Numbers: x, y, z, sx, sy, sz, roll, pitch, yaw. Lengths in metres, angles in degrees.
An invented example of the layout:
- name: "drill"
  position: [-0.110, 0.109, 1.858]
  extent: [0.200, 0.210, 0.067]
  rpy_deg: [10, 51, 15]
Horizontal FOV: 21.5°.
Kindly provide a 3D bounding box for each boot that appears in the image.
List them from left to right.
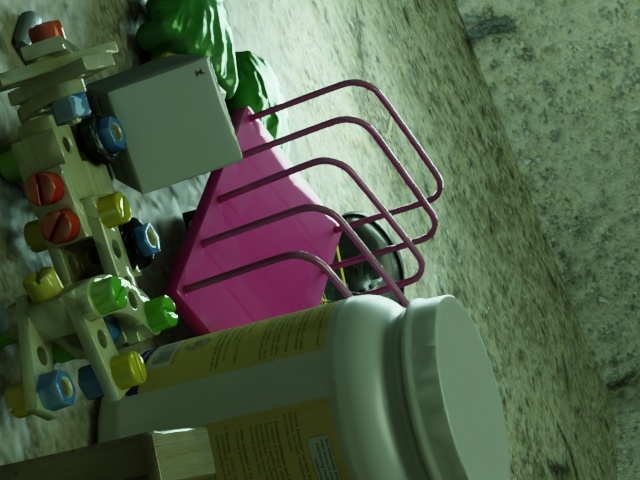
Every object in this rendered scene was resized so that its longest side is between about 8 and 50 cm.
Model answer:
- name: "boot"
  position: [0.053, 0.103, 2.223]
  extent: [0.229, 0.091, 0.263]
  rpy_deg: [-37, 113, -71]

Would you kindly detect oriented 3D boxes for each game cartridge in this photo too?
- name: "game cartridge"
  position: [-0.265, -0.177, 1.617]
  extent: [0.056, 0.017, 0.083]
  rpy_deg: [-91, 158, -47]

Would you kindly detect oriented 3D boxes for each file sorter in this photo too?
- name: "file sorter"
  position: [0.000, 0.000, 1.766]
  extent: [0.202, 0.182, 0.290]
  rpy_deg: [52, 36, -30]

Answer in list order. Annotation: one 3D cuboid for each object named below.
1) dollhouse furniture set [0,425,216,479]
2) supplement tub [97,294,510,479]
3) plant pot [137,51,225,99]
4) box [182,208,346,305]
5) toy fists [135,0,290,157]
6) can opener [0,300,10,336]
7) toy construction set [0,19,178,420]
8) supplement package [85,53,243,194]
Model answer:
- name: "dollhouse furniture set"
  position: [-0.159, 0.282, 1.333]
  extent: [0.212, 0.161, 0.242]
  rpy_deg: [9, 67, -71]
- name: "supplement tub"
  position: [-0.013, 0.186, 1.570]
  extent: [0.241, 0.331, 0.241]
  rpy_deg: [-14, 90, -72]
- name: "plant pot"
  position: [-0.162, -0.151, 1.805]
  extent: [0.083, 0.081, 0.081]
  rpy_deg: [52, 27, -28]
- name: "box"
  position: [-0.043, 0.100, 1.963]
  extent: [0.322, 0.079, 0.257]
  rpy_deg: [18, 60, -69]
- name: "toy fists"
  position: [-0.119, -0.179, 1.932]
  extent: [0.279, 0.096, 0.142]
  rpy_deg: [55, 17, -43]
- name: "can opener"
  position: [-0.304, -0.026, 1.277]
  extent: [0.074, 0.093, 0.280]
  rpy_deg: [-77, 152, -57]
- name: "toy construction set"
  position: [-0.219, -0.022, 1.448]
  extent: [0.215, 0.151, 0.327]
  rpy_deg: [-19, 105, -72]
- name: "supplement package"
  position: [-0.155, -0.116, 1.635]
  extent: [0.179, 0.105, 0.105]
  rpy_deg: [-158, -131, -74]
